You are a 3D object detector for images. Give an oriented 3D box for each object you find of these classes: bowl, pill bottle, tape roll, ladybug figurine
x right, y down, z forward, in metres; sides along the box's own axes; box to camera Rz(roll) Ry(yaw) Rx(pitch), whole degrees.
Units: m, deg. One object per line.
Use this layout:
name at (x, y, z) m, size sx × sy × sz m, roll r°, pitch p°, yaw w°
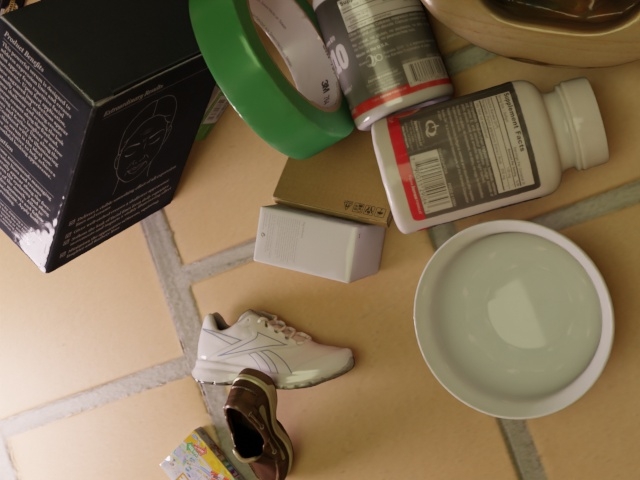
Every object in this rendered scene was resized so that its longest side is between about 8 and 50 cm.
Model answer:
bowl at (0.300, 0.110, 1.782) m, size 0.297 × 0.134 × 0.298 m, roll 2°, pitch 96°, yaw 23°
pill bottle at (0.083, -0.325, 1.816) m, size 0.161 × 0.161 × 0.283 m, roll -21°, pitch 86°, yaw 25°
tape roll at (-0.067, -0.280, 1.800) m, size 0.077 × 0.321 × 0.321 m, roll -29°, pitch 84°, yaw 23°
ladybug figurine at (0.331, -0.404, 1.668) m, size 0.449 × 0.162 × 0.305 m, roll 14°, pitch 116°, yaw 11°
pill bottle at (0.246, -0.132, 1.732) m, size 0.318 × 0.176 × 0.176 m, roll -15°, pitch 89°, yaw 7°

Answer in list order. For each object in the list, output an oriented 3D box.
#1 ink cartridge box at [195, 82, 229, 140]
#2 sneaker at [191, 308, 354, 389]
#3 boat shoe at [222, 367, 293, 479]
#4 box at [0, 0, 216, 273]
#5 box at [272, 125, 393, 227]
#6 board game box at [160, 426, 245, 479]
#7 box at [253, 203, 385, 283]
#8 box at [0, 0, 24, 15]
ink cartridge box at (-0.254, -0.276, 2.025) m, size 0.209 × 0.062 × 0.109 m, roll 43°, pitch 112°, yaw 14°
sneaker at (-0.085, 0.180, 1.980) m, size 0.297 × 0.111 × 0.129 m, roll 0°, pitch 90°, yaw 23°
boat shoe at (-0.113, 0.326, 1.951) m, size 0.095 × 0.095 × 0.258 m, roll 8°, pitch 133°, yaw 25°
box at (-0.357, -0.191, 1.879) m, size 0.212 × 0.293 × 0.395 m, roll 43°, pitch 136°, yaw 14°
box at (0.042, -0.114, 1.891) m, size 0.201 × 0.021 × 0.164 m, roll 13°, pitch 68°, yaw 23°
board game box at (-0.199, 0.420, 2.097) m, size 0.154 × 0.026 × 0.103 m, roll 48°, pitch 112°, yaw 12°
box at (0.000, 0.000, 1.905) m, size 0.170 × 0.130 × 0.091 m, roll 13°, pitch 101°, yaw 23°
box at (-0.667, -0.498, 2.181) m, size 0.295 × 0.073 × 0.293 m, roll 26°, pitch 105°, yaw 20°
